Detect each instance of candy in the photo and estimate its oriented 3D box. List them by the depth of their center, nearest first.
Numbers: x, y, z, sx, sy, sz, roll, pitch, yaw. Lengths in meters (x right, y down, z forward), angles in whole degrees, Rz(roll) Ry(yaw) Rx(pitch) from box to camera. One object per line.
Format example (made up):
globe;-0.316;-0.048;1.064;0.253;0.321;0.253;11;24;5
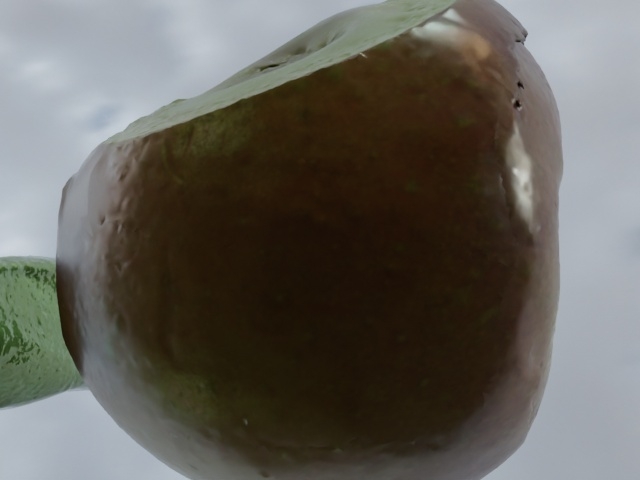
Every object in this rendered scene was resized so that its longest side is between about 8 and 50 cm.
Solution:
candy;-0.254;0.075;0.738;0.142;0.343;0.131;15;-89;17

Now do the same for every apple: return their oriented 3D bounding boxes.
apple;0.000;0.000;0.619;0.375;0.374;0.383;7;-109;5
